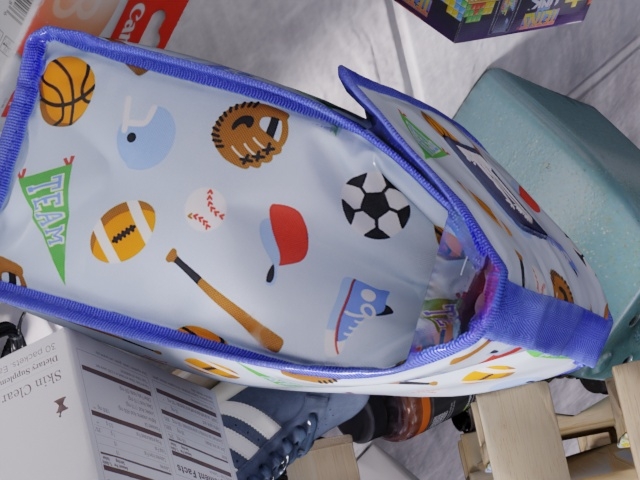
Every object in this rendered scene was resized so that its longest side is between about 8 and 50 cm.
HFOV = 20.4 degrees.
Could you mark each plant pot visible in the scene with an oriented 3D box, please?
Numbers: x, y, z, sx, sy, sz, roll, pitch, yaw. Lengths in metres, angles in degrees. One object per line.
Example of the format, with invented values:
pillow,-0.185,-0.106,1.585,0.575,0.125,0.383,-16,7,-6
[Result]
plant pot,0.245,0.014,1.788,0.248,0.252,0.247,12,116,-55

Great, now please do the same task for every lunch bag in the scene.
lunch bag,0.000,0.000,1.275,0.328,0.386,0.238,17,90,-66

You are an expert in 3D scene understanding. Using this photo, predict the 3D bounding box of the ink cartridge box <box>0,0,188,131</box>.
ink cartridge box,-0.166,-0.143,1.307,0.179,0.045,0.145,4,123,-50

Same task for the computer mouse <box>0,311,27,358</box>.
computer mouse,-0.232,0.034,1.434,0.071,0.041,0.242,2,131,-42

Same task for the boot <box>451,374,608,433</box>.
boot,0.250,0.156,2.131,0.229,0.091,0.263,-35,143,-11

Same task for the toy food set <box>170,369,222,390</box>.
toy food set,-0.106,0.136,1.663,0.306,0.092,0.219,-36,148,-3

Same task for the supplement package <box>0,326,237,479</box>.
supplement package,-0.216,0.198,1.264,0.262,0.145,0.204,-26,153,18

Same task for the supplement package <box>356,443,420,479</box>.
supplement package,0.125,0.406,2.030,0.177,0.293,0.175,-47,149,-1

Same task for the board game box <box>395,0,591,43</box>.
board game box,0.126,-0.225,1.482,0.170,0.141,0.048,-14,135,-42

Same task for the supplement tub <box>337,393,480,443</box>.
supplement tub,0.104,0.150,1.905,0.198,0.106,0.106,-21,140,-37

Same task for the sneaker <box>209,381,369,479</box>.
sneaker,-0.084,0.217,1.558,0.350,0.148,0.131,-23,145,-24

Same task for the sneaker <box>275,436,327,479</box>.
sneaker,-0.053,0.261,1.886,0.178,0.072,0.077,-32,134,-38

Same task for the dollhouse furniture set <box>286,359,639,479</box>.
dollhouse furniture set,0.182,0.298,1.754,0.394,0.256,0.362,-11,167,-1
